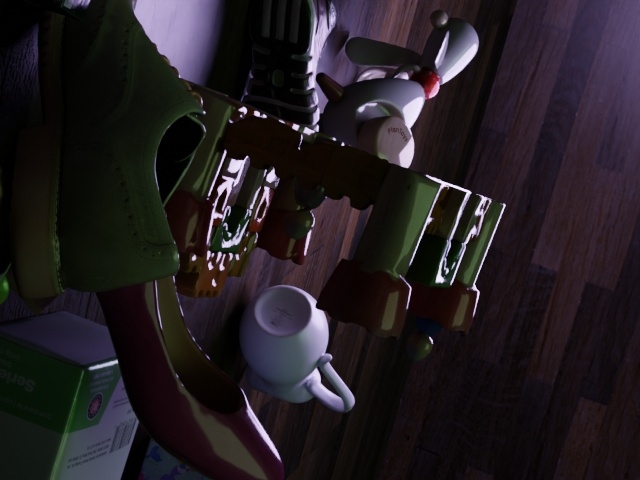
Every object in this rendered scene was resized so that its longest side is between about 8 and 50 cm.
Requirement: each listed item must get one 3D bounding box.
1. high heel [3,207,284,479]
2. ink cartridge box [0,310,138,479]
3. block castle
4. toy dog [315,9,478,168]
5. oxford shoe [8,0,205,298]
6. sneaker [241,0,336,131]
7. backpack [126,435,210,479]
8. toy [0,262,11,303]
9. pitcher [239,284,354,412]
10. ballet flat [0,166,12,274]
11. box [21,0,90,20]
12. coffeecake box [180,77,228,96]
[{"bbox_3d":[-0.119,0.077,1.672,0.181,0.377,0.127,-39,-156,13],"label":"high heel"},{"bbox_3d":[-0.282,0.230,1.780,0.211,0.121,0.289,-8,116,-76],"label":"ink cartridge box"},{"bbox_3d":[0.000,0.000,1.893,0.213,0.303,0.453,-69,166,4],"label":"block castle"},{"bbox_3d":[0.087,-0.229,2.530,0.161,0.220,0.333,62,31,-29],"label":"toy dog"},{"bbox_3d":[-0.167,-0.113,1.526,0.140,0.146,0.397,90,1,-54],"label":"oxford shoe"},{"bbox_3d":[-0.028,-0.203,2.225,0.162,0.106,0.281,-55,159,-57],"label":"sneaker"},{"bbox_3d":[-0.165,0.348,2.308,0.225,0.191,0.253,23,81,-76],"label":"backpack"},{"bbox_3d":[-0.325,0.076,1.513,0.137,0.056,0.237,-59,180,22],"label":"toy"},{"bbox_3d":[-0.029,0.162,2.568,0.125,0.178,0.207,-57,163,-27],"label":"pitcher"},{"bbox_3d":[-0.302,-0.077,1.335,0.348,0.123,0.123,79,33,-64],"label":"ballet flat"},{"bbox_3d":[-0.225,-0.221,1.452,0.052,0.083,0.062,28,83,-75],"label":"box"},{"bbox_3d":[-0.175,-0.083,1.880,0.185,0.068,0.142,-35,143,-68],"label":"coffeecake box"}]
